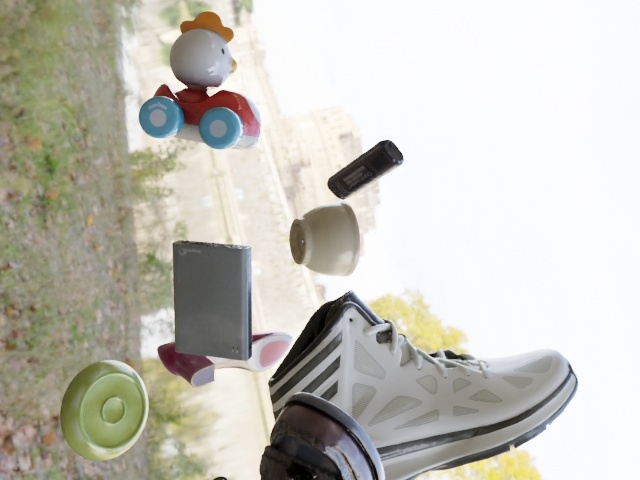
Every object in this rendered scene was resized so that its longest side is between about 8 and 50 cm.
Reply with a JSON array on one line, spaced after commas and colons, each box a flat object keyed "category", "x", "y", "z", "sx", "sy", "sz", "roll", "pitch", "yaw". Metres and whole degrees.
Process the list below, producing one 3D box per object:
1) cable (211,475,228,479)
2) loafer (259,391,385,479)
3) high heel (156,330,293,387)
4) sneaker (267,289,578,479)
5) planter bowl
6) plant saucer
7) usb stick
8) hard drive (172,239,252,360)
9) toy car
[{"category": "cable", "x": -0.314, "y": 0.722, "z": 1.771, "sx": 0.072, "sy": 0.140, "sz": 0.287, "roll": 66, "pitch": 30, "yaw": -28}, {"category": "loafer", "x": -0.009, "y": 0.252, "z": 0.679, "sx": 0.095, "sy": 0.109, "sz": 0.302, "roll": -53, "pitch": 159, "yaw": -32}, {"category": "high heel", "x": -0.257, "y": 0.290, "z": 1.985, "sx": 0.181, "sy": 0.377, "sz": 0.127, "roll": 30, "pitch": -65, "yaw": 39}, {"category": "sneaker", "x": 0.140, "y": 0.173, "z": 0.989, "sx": 0.169, "sy": 0.448, "sz": 0.257, "roll": 169, "pitch": -96, "yaw": -74}, {"category": "planter bowl", "x": 0.000, "y": 0.000, "z": 1.490, "sx": 0.162, "sy": 0.109, "sz": 0.162, "roll": 176, "pitch": -90, "yaw": -67}, {"category": "plant saucer", "x": -0.510, "y": 0.411, "z": 1.730, "sx": 0.037, "sy": 0.241, "sz": 0.240, "roll": -8, "pitch": -84, "yaw": 42}, {"category": "usb stick", "x": 0.106, "y": -0.171, "z": 1.766, "sx": 0.077, "sy": 0.045, "sz": 0.278, "roll": 45, "pitch": -33, "yaw": -10}, {"category": "hard drive", "x": -0.126, "y": 0.069, "z": 0.836, "sx": 0.022, "sy": 0.094, "sz": 0.135, "roll": -33, "pitch": 126, "yaw": -70}, {"category": "toy car", "x": -0.198, "y": -0.292, "z": 1.295, "sx": 0.219, "sy": 0.210, "sz": 0.237, "roll": -53, "pitch": 154, "yaw": -80}]
